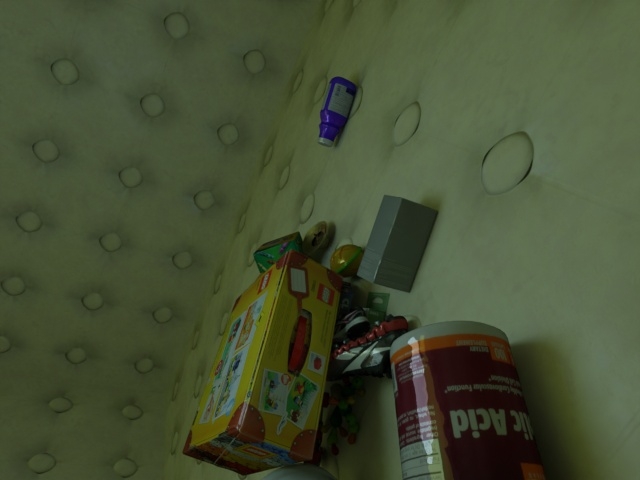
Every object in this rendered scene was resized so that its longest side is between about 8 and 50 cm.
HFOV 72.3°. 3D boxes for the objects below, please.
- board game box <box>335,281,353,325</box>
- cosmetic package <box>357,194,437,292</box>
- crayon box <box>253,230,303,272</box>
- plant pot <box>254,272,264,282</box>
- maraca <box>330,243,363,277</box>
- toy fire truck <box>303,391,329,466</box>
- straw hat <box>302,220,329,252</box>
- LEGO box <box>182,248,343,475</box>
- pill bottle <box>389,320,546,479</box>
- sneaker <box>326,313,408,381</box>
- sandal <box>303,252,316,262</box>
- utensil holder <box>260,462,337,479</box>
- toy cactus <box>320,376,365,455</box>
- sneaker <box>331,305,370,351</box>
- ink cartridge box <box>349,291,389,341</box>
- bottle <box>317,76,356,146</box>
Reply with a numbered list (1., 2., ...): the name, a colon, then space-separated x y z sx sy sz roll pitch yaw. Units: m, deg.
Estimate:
1. board game box: 0.048 0.258 1.347 0.165 0.042 0.243 -83 7 -83
2. cosmetic package: 0.204 0.007 1.174 0.107 0.127 0.237 20 91 65
3. crayon box: -0.155 0.041 1.721 0.278 0.166 0.081 -87 -23 -83
4. plant pot: -0.135 0.225 1.700 0.188 0.205 0.205 41 113 47
5. maraca: 0.080 0.069 1.433 0.127 0.099 0.186 -43 3 -15
6. toy fire truck: -0.011 0.566 1.311 0.135 0.047 0.191 -55 -31 -65
7. straw hat: 0.000 0.000 1.695 0.144 0.061 0.144 -33 39 33
8. LEGO box: -0.148 0.333 1.205 0.372 0.193 0.500 -41 27 44
9. pill bottle: 0.245 0.356 0.733 0.224 0.224 0.392 -46 36 46
10. sneaker: 0.119 0.306 1.116 0.276 0.098 0.135 -34 58 16
11. sandal: -0.080 0.082 1.789 0.240 0.088 0.079 -22 31 51
12. utensil holder: 0.013 0.692 0.892 0.385 0.328 0.327 -11 65 61
13. toy cactus: 0.053 0.469 1.242 0.180 0.112 0.218 -134 53 -74
14. sneaker: 0.070 0.248 1.226 0.178 0.072 0.077 -38 34 28
15. ink cartridge box: 0.125 0.245 1.260 0.109 0.062 0.209 -10 65 64
16. bottle: 0.059 -0.541 1.858 0.092 0.118 0.282 19 92 63
